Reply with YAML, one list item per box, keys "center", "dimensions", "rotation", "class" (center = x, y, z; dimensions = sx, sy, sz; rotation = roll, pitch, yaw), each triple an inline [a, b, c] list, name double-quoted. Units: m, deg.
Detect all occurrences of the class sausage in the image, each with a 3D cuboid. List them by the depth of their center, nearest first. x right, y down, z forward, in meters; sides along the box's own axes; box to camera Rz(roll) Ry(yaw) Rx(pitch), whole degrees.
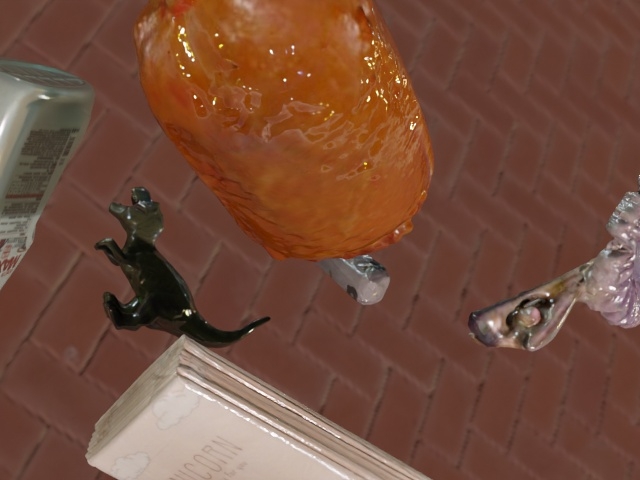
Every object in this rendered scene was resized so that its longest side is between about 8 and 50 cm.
- center: [-0.015, -0.085, 0.756]
  dimensions: [0.268, 0.141, 0.153]
  rotation: [55, 12, -62]
  class: "sausage"

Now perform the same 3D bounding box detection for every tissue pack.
- center: [-0.050, 0.232, 1.208]
  dimensions: [0.325, 0.170, 0.071]
  rotation: [33, 37, -21]
  class: "tissue pack"

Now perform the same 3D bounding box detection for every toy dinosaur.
- center: [-0.144, 0.032, 1.295]
  dimensions: [0.179, 0.087, 0.187]
  rotation: [-12, 100, -14]
  class: "toy dinosaur"

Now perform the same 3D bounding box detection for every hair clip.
- center: [0.291, 0.038, 1.285]
  dimensions: [0.300, 0.173, 0.069]
  rotation: [-30, 44, -20]
  class: "hair clip"

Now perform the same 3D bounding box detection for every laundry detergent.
- center: [-0.438, -0.038, 1.618]
  dimensions: [0.125, 0.397, 0.264]
  rotation: [26, 11, 10]
  class: "laundry detergent"

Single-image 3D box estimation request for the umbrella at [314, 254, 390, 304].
- center: [0.000, 0.000, 2.153]
  dimensions: [0.067, 0.073, 0.337]
  rotation: [10, 23, -46]
  class: "umbrella"
